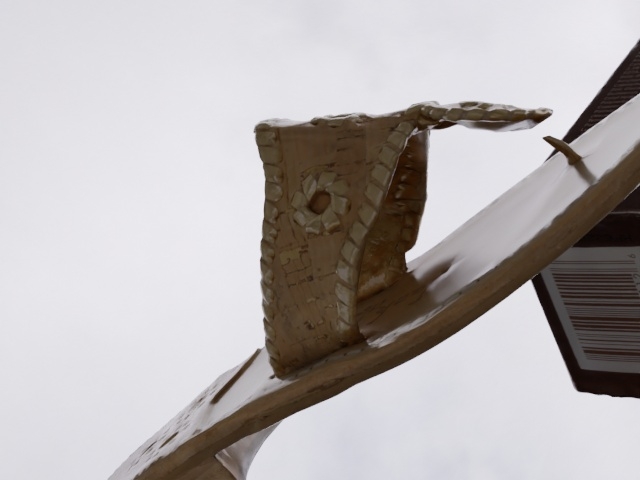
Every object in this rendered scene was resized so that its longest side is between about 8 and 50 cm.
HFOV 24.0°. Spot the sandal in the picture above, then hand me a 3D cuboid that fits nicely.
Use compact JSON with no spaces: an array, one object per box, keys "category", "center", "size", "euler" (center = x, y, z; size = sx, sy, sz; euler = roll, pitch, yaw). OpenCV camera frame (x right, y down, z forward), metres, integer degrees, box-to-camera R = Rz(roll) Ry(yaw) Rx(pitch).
[{"category":"sandal","center":[-0.002,0.002,0.453],"size":[0.240,0.088,0.079],"euler":[-40,-84,24]}]

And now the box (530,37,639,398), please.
[{"category":"box","center":[0.321,-0.058,1.265],"size":[0.143,0.381,0.191],"euler":[0,-53,40]}]
